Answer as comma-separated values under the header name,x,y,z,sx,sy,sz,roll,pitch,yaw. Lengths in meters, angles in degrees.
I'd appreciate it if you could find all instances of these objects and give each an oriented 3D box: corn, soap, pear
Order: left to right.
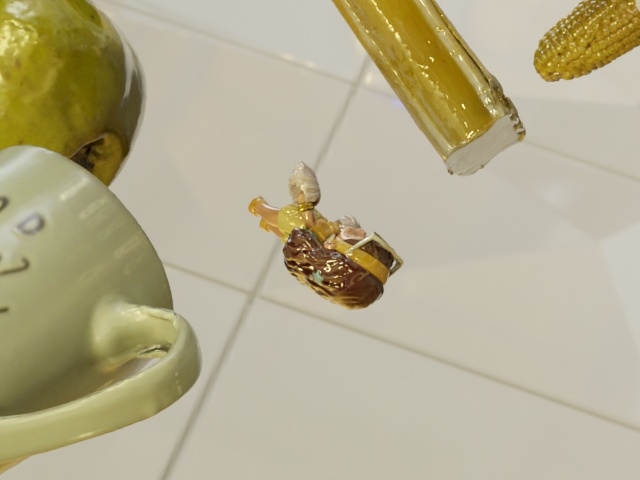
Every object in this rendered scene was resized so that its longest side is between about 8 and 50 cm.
name,x,y,z,sx,sy,sz,roll,pitch,yaw
pear,-0.362,-0.194,1.578,0.287,0.375,0.287,-28,-24,-13
soap,0.086,-0.200,1.338,0.089,0.274,0.173,-35,-12,10
corn,0.384,-0.286,1.738,0.262,0.097,0.097,-35,12,24

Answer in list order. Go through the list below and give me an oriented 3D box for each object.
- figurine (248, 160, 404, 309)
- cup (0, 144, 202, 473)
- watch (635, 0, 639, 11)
name,x,y,z,sx,sy,sz,roll,pitch,yaw
figurine,0.000,0.001,1.785,0.116,0.240,0.174,-44,-44,-2
cup,-0.211,0.079,0.910,0.234,0.258,0.186,-45,-45,-40
watch,0.425,-0.254,1.233,0.231,0.244,0.196,-62,-4,15
